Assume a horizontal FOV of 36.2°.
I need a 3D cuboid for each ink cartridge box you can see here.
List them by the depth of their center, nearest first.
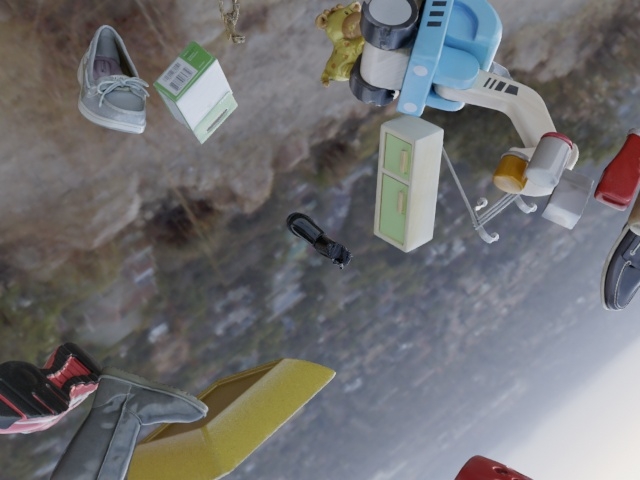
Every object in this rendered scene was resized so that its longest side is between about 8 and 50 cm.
[{"bbox_3d":[-0.227,-0.268,1.802,0.109,0.062,0.209,-49,166,-8],"label":"ink cartridge box"}]

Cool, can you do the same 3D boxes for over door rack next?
[{"bbox_3d":[0.384,-0.189,2.112,0.108,0.324,0.239,10,137,-48],"label":"over door rack"}]

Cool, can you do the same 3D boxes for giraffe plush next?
[{"bbox_3d":[0.075,-0.460,2.257,0.210,0.170,0.181,-4,-158,21],"label":"giraffe plush"}]

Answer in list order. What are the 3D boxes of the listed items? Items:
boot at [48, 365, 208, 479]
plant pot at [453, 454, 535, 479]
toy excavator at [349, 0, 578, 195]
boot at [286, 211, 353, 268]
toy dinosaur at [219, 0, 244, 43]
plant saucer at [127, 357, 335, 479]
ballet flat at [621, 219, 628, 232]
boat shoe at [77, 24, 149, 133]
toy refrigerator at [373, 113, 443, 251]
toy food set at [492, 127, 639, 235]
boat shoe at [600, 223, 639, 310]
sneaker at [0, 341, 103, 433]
[{"bbox_3d":[-0.284,0.310,1.448,0.076,0.190,0.208,107,-1,-62],"label":"boot"},{"bbox_3d":[0.259,0.407,1.324,0.191,0.174,0.191,-42,139,-50],"label":"plant pot"},{"bbox_3d":[0.280,-0.321,1.868,0.222,0.445,0.433,100,5,-57],"label":"toy excavator"},{"bbox_3d":[-0.001,0.000,1.811,0.045,0.099,0.121,-50,122,-2],"label":"boot"},{"bbox_3d":[-0.203,-0.491,2.157,0.053,0.183,0.092,-3,122,-11],"label":"toy dinosaur"},{"bbox_3d":[-0.184,0.329,1.805,0.333,0.081,0.333,-26,-172,46],"label":"plant saucer"},{"bbox_3d":[0.651,0.001,1.708,0.096,0.095,0.280,-12,-168,-39],"label":"ballet flat"},{"bbox_3d":[-0.391,-0.301,1.841,0.118,0.320,0.103,7,120,-23],"label":"boat shoe"},{"bbox_3d":[0.180,-0.119,2.060,0.094,0.102,0.269,-26,133,-35],"label":"toy refrigerator"},{"bbox_3d":[0.328,-0.075,1.136,0.104,0.232,0.111,-62,171,-20],"label":"toy food set"},{"bbox_3d":[0.473,0.014,1.420,0.075,0.065,0.206,19,97,-41],"label":"boat shoe"},{"bbox_3d":[-0.448,0.262,1.526,0.136,0.116,0.314,-51,171,13],"label":"sneaker"}]
